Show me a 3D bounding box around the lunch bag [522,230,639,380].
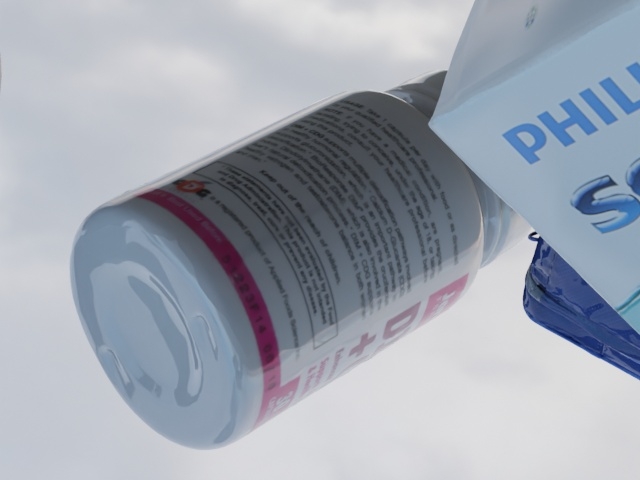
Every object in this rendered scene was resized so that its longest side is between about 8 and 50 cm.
[{"bbox_3d":[0.129,0.015,0.646,0.098,0.065,0.067,30,-133,23],"label":"lunch bag"}]

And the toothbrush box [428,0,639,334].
[{"bbox_3d":[0.208,-0.014,0.374,0.295,0.216,0.126,41,-136,-21],"label":"toothbrush box"}]

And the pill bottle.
[{"bbox_3d":[0.000,0.000,1.001,0.283,0.160,0.160,-29,-120,-36],"label":"pill bottle"}]
